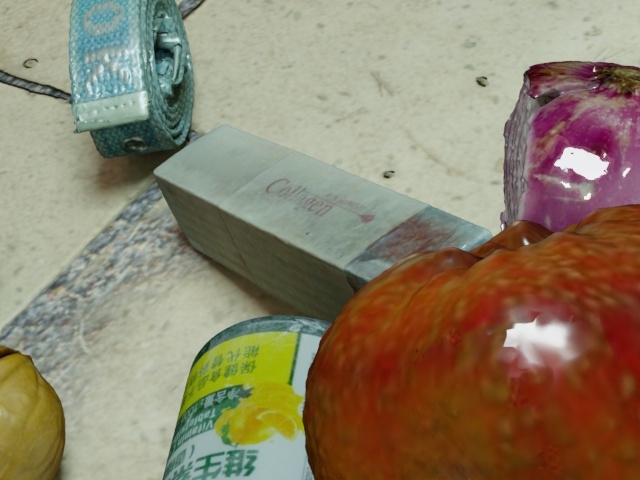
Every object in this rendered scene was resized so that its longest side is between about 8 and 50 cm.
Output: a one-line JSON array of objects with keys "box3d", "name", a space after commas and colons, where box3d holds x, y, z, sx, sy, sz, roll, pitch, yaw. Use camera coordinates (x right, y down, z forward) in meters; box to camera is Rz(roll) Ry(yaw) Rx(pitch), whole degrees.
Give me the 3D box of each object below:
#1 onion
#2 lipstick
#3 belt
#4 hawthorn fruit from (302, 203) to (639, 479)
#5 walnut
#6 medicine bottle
[{"box3d": [0.202, -0.027, 1.188, 0.201, 0.207, 0.200, -1, 82, 5], "name": "onion"}, {"box3d": [0.000, 0.000, 1.272, 0.076, 0.079, 0.371, -36, 28, -17], "name": "lipstick"}, {"box3d": [-0.149, -0.143, 1.523, 0.082, 0.147, 0.163, -11, 70, 12], "name": "belt"}, {"box3d": [0.149, 0.117, 0.995, 0.275, 0.299, 0.275, -38, 8, 7], "name": "hawthorn fruit"}, {"box3d": [-0.253, 0.144, 1.259, 0.144, 0.144, 0.180, 19, 52, 40], "name": "walnut"}, {"box3d": [-0.033, 0.191, 1.091, 0.141, 0.141, 0.293, -9, 42, 18], "name": "medicine bottle"}]
